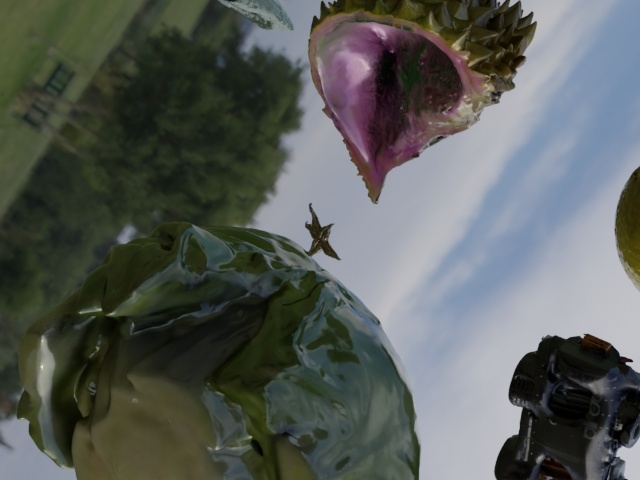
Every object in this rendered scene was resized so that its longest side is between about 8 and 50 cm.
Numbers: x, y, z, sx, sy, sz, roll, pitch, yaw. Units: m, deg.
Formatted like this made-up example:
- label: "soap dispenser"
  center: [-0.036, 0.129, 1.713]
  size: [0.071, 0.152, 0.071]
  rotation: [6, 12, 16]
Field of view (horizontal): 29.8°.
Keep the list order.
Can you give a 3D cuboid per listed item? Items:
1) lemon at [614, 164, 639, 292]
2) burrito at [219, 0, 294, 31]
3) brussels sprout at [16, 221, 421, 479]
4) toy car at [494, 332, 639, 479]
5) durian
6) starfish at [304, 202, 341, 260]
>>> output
- label: "lemon"
  center: [0.576, -0.015, 1.801]
  size: [0.293, 0.293, 0.293]
  rotation: [-53, -168, 16]
- label: "burrito"
  center: [-0.077, -0.262, 1.307]
  size: [0.118, 0.074, 0.044]
  rotation: [18, 94, -57]
- label: "brussels sprout"
  center: [-0.087, 0.175, 1.362]
  size: [0.342, 0.425, 0.361]
  rotation: [-45, 173, 28]
- label: "toy car"
  center: [0.359, 0.267, 1.679]
  size: [0.118, 0.193, 0.301]
  rotation: [-31, 134, -48]
- label: "durian"
  center: [0.073, -0.163, 1.053]
  size: [0.260, 0.186, 0.153]
  rotation: [-16, -128, 54]
- label: "starfish"
  center: [0.000, 0.000, 1.557]
  size: [0.016, 0.086, 0.092]
  rotation: [-13, 154, -28]
